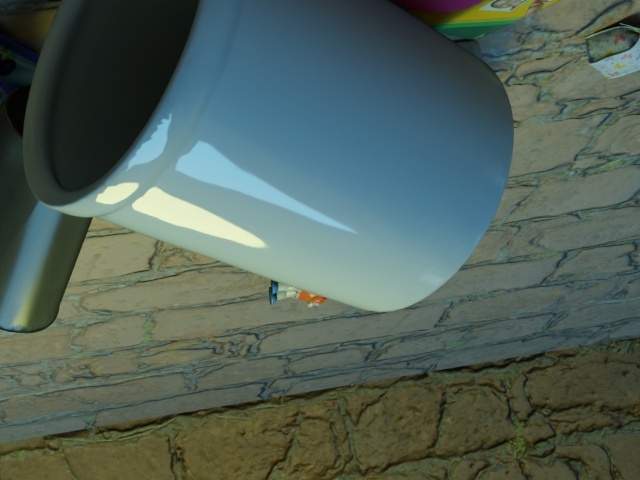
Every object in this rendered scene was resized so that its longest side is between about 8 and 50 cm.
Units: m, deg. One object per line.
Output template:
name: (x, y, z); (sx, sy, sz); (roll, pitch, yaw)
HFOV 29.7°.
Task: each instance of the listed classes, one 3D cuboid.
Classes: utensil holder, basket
utensil holder: (-0.045, -0.125, 1.203); (0.385, 0.327, 0.328); (22, 143, -34)
basket: (-0.325, -0.044, 1.320); (0.227, 0.204, 0.154); (-52, 168, 33)

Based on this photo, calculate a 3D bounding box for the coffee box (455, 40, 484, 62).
coffee box: (0.087, -0.177, 1.596); (0.247, 0.098, 0.141); (-8, 159, -11)

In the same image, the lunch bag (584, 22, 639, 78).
lunch bag: (0.411, -0.260, 1.637); (0.083, 0.053, 0.071); (-14, 160, 34)

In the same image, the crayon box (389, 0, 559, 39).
crayon box: (0.215, -0.309, 1.280); (0.278, 0.081, 0.165); (-21, 166, 41)

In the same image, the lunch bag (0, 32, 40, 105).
lunch bag: (-0.411, -0.138, 1.397); (0.221, 0.138, 0.293); (-17, 150, 20)

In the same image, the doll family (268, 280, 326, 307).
doll family: (0.000, 0.000, 2.046); (0.163, 0.118, 0.263); (-1, 140, -12)

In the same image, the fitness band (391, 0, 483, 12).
fitness band: (0.114, -0.327, 1.123); (0.209, 0.054, 0.291); (35, 147, -11)
